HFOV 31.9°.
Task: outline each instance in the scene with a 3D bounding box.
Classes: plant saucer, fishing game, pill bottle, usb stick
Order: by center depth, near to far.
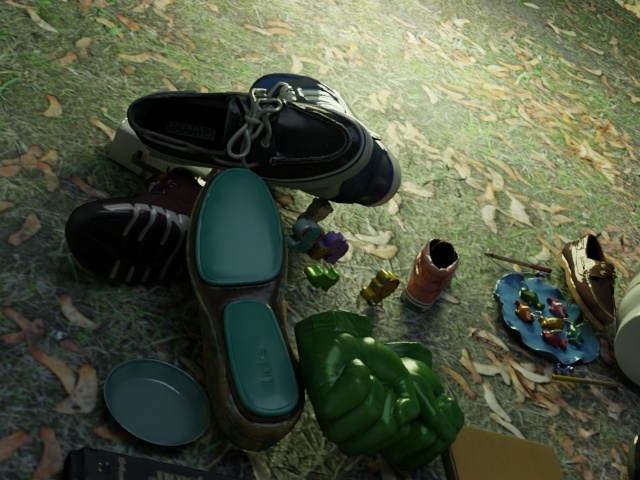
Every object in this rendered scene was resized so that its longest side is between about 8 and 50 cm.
[{"bbox_3d":[-0.117,0.260,1.105,0.278,0.045,0.077,16,36,-20],"label":"usb stick"},{"bbox_3d":[-0.176,0.177,1.192,0.119,0.021,0.119,20,35,-15],"label":"plant saucer"},{"bbox_3d":[0.340,0.109,1.663,0.189,0.041,0.264,14,36,-27],"label":"fishing game"},{"bbox_3d":[0.541,0.108,1.704,0.162,0.162,0.278,35,33,8],"label":"pill bottle"}]

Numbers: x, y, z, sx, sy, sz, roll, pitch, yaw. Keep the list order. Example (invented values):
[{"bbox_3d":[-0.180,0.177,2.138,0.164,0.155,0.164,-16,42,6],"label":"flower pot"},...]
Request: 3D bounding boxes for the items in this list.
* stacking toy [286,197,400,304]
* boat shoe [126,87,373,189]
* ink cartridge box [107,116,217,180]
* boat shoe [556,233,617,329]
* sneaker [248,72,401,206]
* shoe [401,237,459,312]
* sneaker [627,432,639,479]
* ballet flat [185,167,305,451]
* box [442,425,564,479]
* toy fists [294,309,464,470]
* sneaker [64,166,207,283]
[{"bbox_3d":[0.000,0.000,1.470,0.167,0.052,0.221,48,14,26],"label":"stacking toy"},{"bbox_3d":[-0.090,-0.139,1.396,0.306,0.113,0.105,13,-8,11],"label":"boat shoe"},{"bbox_3d":[-0.208,-0.122,1.532,0.135,0.056,0.099,30,33,-1],"label":"ink cartridge box"},{"bbox_3d":[0.420,0.056,1.731,0.073,0.073,0.207,43,20,-25],"label":"boat shoe"},{"bbox_3d":[-0.049,-0.166,1.574,0.323,0.130,0.236,42,16,33],"label":"sneaker"},{"bbox_3d":[0.171,0.028,1.600,0.063,0.081,0.178,32,33,3],"label":"shoe"},{"bbox_3d":[0.460,0.309,1.408,0.087,0.130,0.227,24,31,-11],"label":"sneaker"},{"bbox_3d":[-0.092,0.079,1.273,0.123,0.123,0.349,9,51,-28],"label":"ballet flat"},{"bbox_3d":[0.231,0.311,1.325,0.164,0.021,0.201,16,35,-20],"label":"box"},{"bbox_3d":[0.074,0.174,1.249,0.279,0.096,0.142,31,42,-55],"label":"toy fists"},{"bbox_3d":[-0.211,-0.031,1.386,0.281,0.106,0.162,10,31,-44],"label":"sneaker"}]
